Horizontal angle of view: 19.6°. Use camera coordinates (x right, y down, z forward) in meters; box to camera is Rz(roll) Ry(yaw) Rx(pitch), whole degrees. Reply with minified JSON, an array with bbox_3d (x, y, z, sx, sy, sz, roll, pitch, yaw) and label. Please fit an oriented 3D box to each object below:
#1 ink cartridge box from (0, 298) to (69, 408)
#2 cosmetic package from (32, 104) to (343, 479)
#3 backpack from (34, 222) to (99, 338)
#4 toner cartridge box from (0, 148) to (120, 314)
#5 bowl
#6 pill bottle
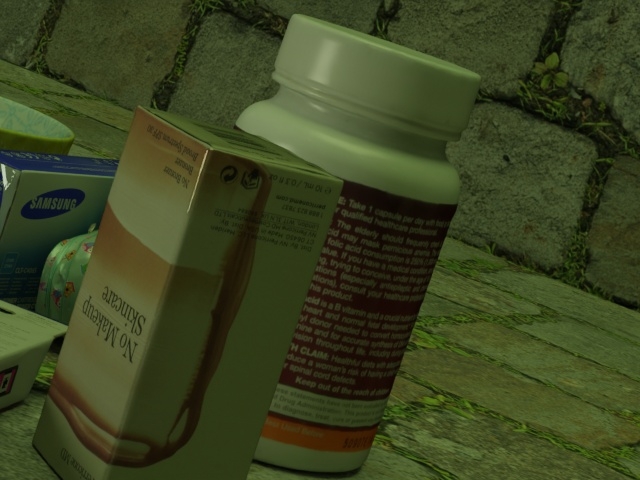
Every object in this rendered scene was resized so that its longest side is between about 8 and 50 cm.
[{"bbox_3d":[-0.350,0.091,1.530,0.176,0.069,0.371,20,11,11],"label":"ink cartridge box"},{"bbox_3d":[-0.109,0.060,1.467,0.129,0.296,0.153,12,9,-33],"label":"cosmetic package"},{"bbox_3d":[-0.211,0.053,1.883,0.115,0.151,0.182,4,8,13],"label":"backpack"},{"bbox_3d":[-0.267,-0.004,1.978,0.075,0.165,0.348,23,10,25],"label":"toner cartridge box"},{"bbox_3d":[-0.452,-0.098,2.203,0.290,0.156,0.289,18,9,-3],"label":"bowl"},{"bbox_3d":[0.000,0.000,1.751,0.224,0.392,0.224,19,9,-3],"label":"pill bottle"}]
